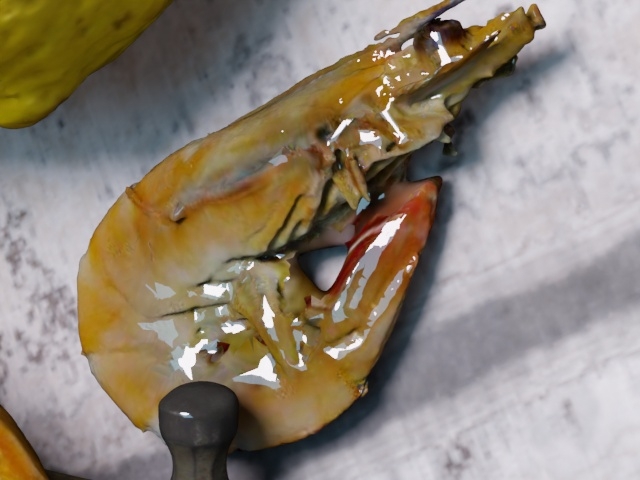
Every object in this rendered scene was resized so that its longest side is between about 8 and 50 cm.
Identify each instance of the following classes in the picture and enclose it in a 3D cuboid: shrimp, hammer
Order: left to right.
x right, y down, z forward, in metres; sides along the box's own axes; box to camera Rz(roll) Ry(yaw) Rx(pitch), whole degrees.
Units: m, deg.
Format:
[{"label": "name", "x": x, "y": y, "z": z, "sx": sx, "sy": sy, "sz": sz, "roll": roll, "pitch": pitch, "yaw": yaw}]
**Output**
[{"label": "hammer", "x": -0.224, "y": 0.107, "z": 0.919, "sx": 0.439, "sy": 0.044, "sz": 0.168, "roll": 14, "pitch": 110, "yaw": 31}, {"label": "shrimp", "x": 0.000, "y": 0.000, "z": 0.814, "sx": 0.287, "sy": 0.063, "sz": 0.152, "roll": -33, "pitch": 74, "yaw": 25}]

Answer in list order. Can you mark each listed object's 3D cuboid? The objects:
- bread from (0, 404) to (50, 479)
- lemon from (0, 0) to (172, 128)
[{"label": "bread", "x": -0.234, "y": 0.122, "z": 0.813, "sx": 0.269, "sy": 0.142, "sz": 0.195, "roll": 29, "pitch": 128, "yaw": 21}, {"label": "lemon", "x": -0.204, "y": -0.224, "z": 0.768, "sx": 0.349, "sy": 0.387, "sz": 0.350, "roll": -5, "pitch": 67, "yaw": 11}]
